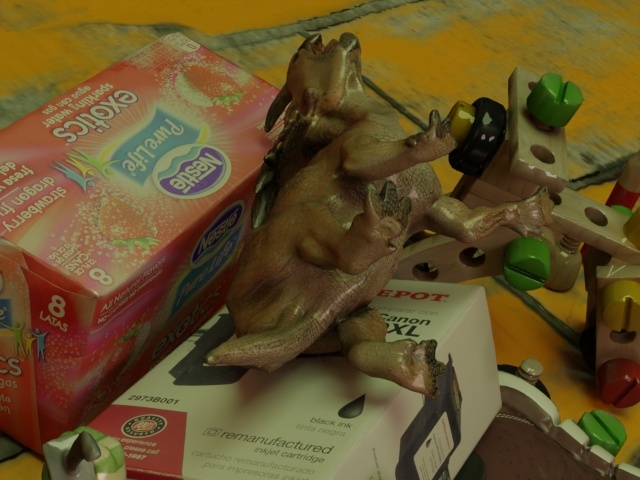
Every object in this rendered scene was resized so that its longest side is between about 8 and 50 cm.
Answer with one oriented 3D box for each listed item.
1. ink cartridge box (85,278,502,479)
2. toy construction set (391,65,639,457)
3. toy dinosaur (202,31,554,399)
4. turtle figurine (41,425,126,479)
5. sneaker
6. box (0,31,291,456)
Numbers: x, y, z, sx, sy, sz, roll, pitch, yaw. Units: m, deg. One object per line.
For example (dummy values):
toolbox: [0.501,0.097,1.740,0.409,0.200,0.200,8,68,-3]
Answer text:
ink cartridge box: [-0.014,0.114,0.763,0.172,0.100,0.237,3,26,29]
toy construction set: [0.197,-0.024,0.991,0.257,0.237,0.309,33,36,16]
toy dinosaur: [0.000,0.000,0.754,0.200,0.127,0.295,-3,38,41]
turtle figurine: [-0.198,0.141,0.575,0.266,0.197,0.275,25,-12,36]
sneaker: [0.156,0.205,0.801,0.281,0.106,0.162,30,40,30]
box: [-0.139,-0.011,0.874,0.142,0.154,0.300,29,35,11]
